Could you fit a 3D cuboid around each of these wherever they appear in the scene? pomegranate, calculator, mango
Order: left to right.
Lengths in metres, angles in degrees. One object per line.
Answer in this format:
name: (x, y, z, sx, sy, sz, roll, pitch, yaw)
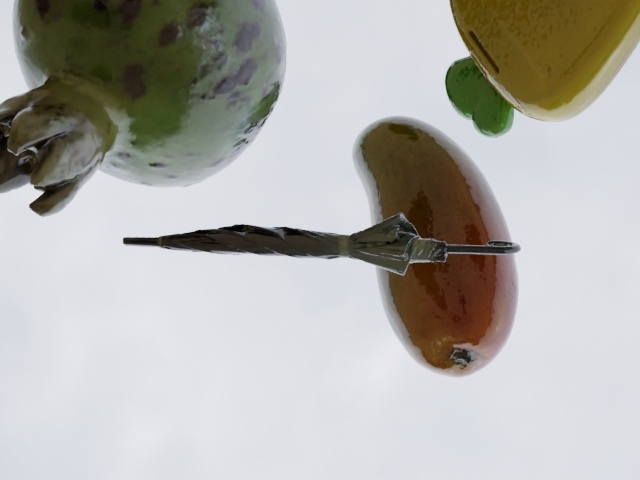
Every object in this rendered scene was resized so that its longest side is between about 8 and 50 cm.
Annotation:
pomegranate: (-0.171, -0.154, 1.212, 0.242, 0.306, 0.242, 13, -70, 38)
mango: (0.111, -0.004, 1.425, 0.146, 0.129, 0.289, 127, -46, -57)
calculator: (0.135, -0.155, 0.849, 0.146, 0.032, 0.235, 60, -45, 34)

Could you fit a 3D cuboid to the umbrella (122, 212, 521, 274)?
umbrella: (0.000, 0.001, 0.982, 0.269, 0.044, 0.044, 0, -78, 0)
